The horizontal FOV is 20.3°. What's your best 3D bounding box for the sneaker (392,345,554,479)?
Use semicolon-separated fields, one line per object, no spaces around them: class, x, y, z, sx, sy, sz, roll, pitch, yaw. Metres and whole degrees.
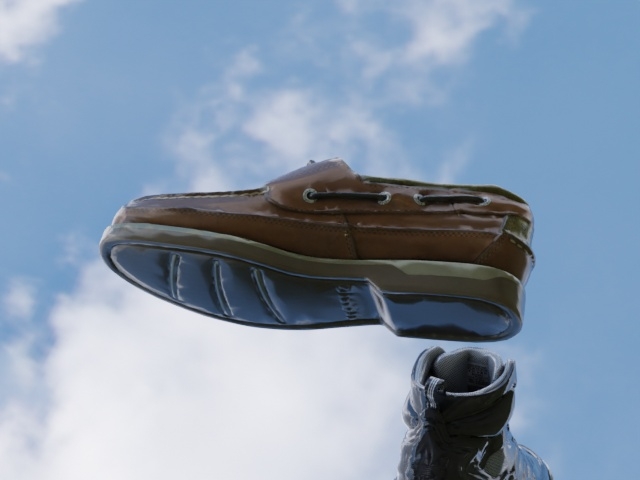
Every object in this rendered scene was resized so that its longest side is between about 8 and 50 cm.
sneaker;0.143;0.167;1.549;0.268;0.101;0.153;-2;-81;-64

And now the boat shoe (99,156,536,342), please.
boat shoe;0.000;0.000;1.284;0.307;0.111;0.104;9;-117;6
